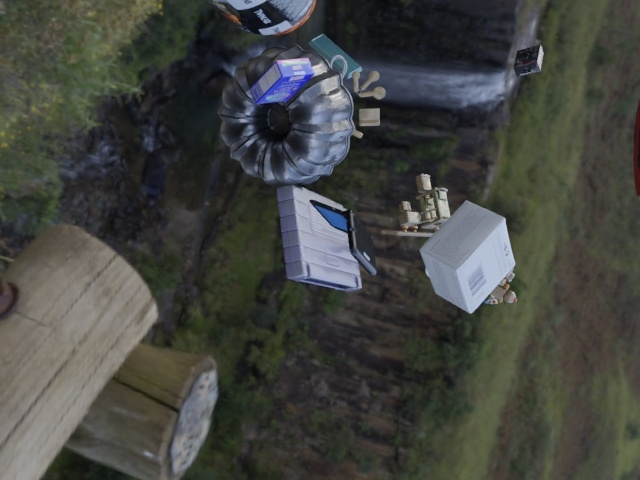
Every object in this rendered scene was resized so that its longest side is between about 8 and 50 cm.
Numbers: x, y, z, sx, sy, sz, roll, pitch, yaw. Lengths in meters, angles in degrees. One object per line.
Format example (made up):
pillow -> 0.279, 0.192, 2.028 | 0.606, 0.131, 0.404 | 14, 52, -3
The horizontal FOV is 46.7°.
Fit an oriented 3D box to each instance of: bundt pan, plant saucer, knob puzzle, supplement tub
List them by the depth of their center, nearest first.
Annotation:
supplement tub -> -0.114, -0.456, 1.214 | 0.316, 0.193, 0.194 | 6, 98, -76
bundt pan -> -0.094, -0.274, 1.684 | 0.124, 0.330, 0.331 | -34, 138, -61
knob puzzle -> 0.264, -0.028, 2.104 | 0.213, 0.213, 0.030 | -5, 98, -77
plant saucer -> 0.047, -0.593, 2.369 | 0.067, 0.192, 0.018 | -35, 159, -27

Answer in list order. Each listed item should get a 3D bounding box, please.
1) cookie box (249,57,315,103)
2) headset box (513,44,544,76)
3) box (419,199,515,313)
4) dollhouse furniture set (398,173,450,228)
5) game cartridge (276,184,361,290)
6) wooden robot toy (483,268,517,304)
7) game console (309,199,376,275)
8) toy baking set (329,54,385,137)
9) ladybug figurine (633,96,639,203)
cookie box -> -0.079, -0.326, 1.518 | 0.091, 0.040, 0.107 | -17, 169, -43
headset box -> 0.522, -0.448, 1.858 | 0.032, 0.062, 0.083 | 54, 41, -36
box -> 0.349, 0.039, 1.750 | 0.182, 0.119, 0.181 | -45, 138, -17
dollhouse furniture set -> 0.328, -0.142, 2.386 | 0.161, 0.101, 0.182 | 4, 71, -38
game cartridge -> 0.000, 0.000, 1.856 | 0.355, 0.068, 0.230 | 19, 57, -63
wooden robot toy -> 0.526, 0.138, 2.090 | 0.076, 0.079, 0.173 | -33, 149, -37
game console -> 0.037, -0.004, 1.187 | 0.122, 0.071, 0.107 | 44, 37, -61
toy baking set -> 0.066, -0.416, 2.125 | 0.030, 0.256, 0.197 | -89, -158, -78
ladybug figurine -> 0.891, -0.243, 1.873 | 0.305, 0.161, 0.450 | 31, 62, -80
